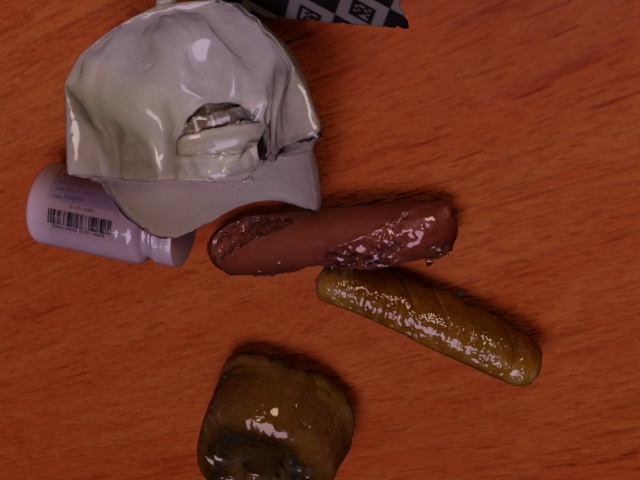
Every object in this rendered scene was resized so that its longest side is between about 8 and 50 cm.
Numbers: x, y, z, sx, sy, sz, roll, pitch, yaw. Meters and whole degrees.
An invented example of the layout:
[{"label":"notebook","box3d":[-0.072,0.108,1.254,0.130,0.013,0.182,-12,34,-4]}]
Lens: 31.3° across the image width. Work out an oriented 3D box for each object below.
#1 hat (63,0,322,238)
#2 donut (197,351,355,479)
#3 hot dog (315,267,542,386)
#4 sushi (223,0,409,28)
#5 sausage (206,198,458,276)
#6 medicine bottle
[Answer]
[{"label":"hat","box3d":[-0.110,-0.120,1.220,0.258,0.168,0.301,-7,156,10]},{"label":"donut","box3d":[-0.063,0.272,1.587,0.209,0.128,0.261,17,139,6]},{"label":"hot dog","box3d":[0.131,0.092,1.354,0.286,0.087,0.061,20,133,-1]},{"label":"sushi","box3d":[-0.040,-0.297,1.042,0.231,0.047,0.219,11,148,32]},{"label":"sausage","box3d":[0.000,0.000,1.316,0.327,0.079,0.087,-5,172,27]},{"label":"medicine bottle","box3d":[-0.249,-0.029,1.376,0.187,0.102,0.102,11,137,13]}]
